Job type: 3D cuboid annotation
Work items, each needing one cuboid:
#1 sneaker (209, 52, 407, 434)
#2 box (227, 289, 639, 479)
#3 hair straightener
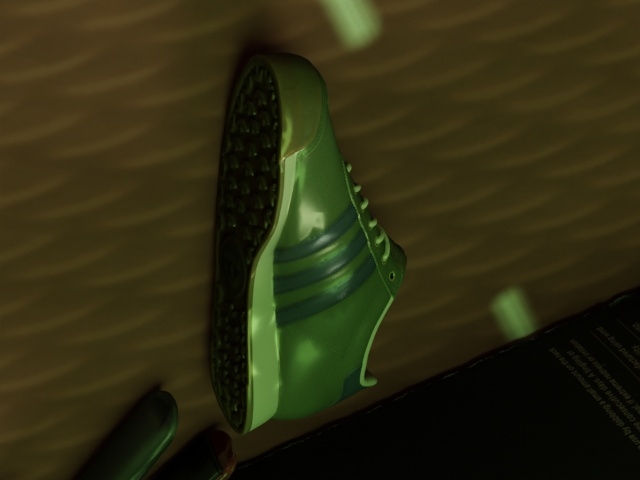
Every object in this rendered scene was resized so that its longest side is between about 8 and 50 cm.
[{"bbox_3d":[0.000,0.000,0.724,0.086,0.064,0.192,-7,120,-26],"label":"sneaker"},{"bbox_3d":[0.130,0.245,0.831,0.312,0.179,0.343,-23,122,-6],"label":"box"},{"bbox_3d":[-0.152,0.156,0.764,0.230,0.047,0.089,-41,121,10],"label":"hair straightener"}]
